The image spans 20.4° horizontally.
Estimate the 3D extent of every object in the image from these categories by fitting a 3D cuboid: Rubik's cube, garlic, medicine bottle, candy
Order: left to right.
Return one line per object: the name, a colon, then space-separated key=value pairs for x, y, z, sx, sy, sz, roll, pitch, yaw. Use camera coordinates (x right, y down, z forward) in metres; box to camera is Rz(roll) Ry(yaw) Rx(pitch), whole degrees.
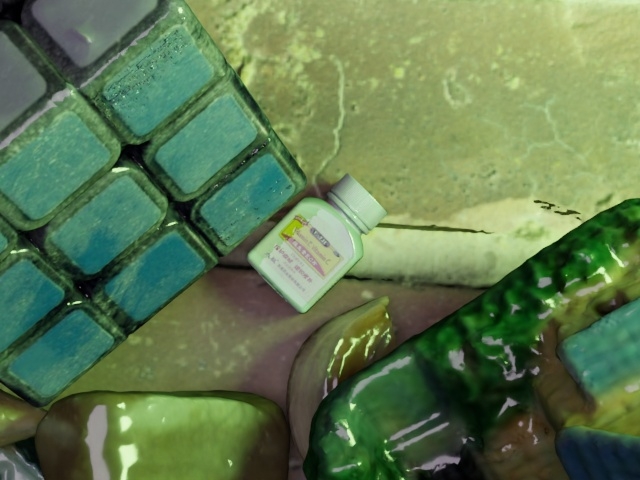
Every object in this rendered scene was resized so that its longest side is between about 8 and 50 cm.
Rubik's cube: x=-0.241 y=-0.105 z=1.399 sx=0.305 sy=0.301 sz=0.304 roll=-41 pitch=59 yaw=-4
candy: x=-0.126 y=0.175 z=1.474 sx=0.102 sy=0.234 sz=0.104 roll=-7 pitch=81 yaw=46
medicine bottle: x=0.000 y=0.000 z=1.556 sx=0.118 sy=0.055 sz=0.074 roll=-44 pitch=86 yaw=-1
garlic: x=0.023 y=0.151 z=1.537 sx=0.101 sy=0.087 sz=0.196 roll=-6 pitch=86 yaw=-13

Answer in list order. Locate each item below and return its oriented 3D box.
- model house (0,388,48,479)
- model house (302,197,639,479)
model house: x=-0.291 y=0.246 z=1.492 sx=0.325 sy=0.194 sz=0.267 roll=2 pitch=86 yaw=-2
model house: x=0.210 y=0.229 z=1.359 sx=0.382 sy=0.342 sz=0.335 roll=-28 pitch=114 yaw=3
